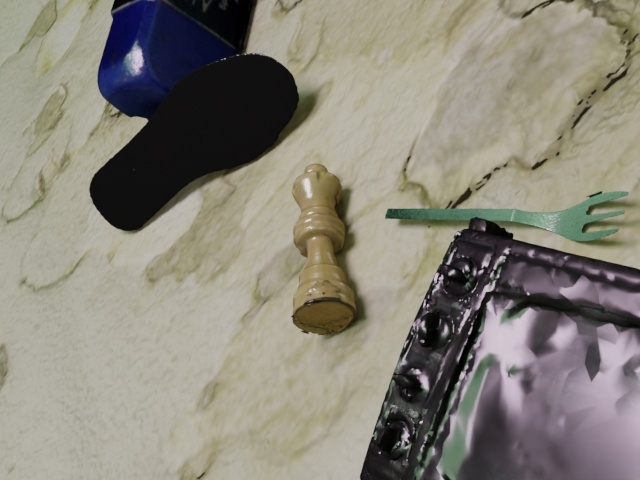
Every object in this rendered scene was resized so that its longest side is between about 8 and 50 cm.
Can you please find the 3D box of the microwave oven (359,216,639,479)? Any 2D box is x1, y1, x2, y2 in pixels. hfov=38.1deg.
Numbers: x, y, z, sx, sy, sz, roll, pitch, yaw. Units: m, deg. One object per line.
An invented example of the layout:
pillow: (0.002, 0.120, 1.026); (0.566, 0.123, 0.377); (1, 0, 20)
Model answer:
microwave oven: (0.171, 0.106, 0.495); (0.247, 0.188, 0.178); (16, 80, 51)

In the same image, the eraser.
eraser: (-0.166, -0.301, 1.134); (0.101, 0.155, 0.332); (-12, 60, 42)

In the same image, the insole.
insole: (-0.155, -0.107, 1.060); (0.348, 0.119, 0.009); (-32, 10, 37)

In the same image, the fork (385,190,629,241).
fork: (0.142, -0.020, 0.738); (0.235, 0.021, 0.039); (2, 66, 50)

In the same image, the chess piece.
chess piece: (-0.001, 0.000, 0.857); (0.060, 0.060, 0.172); (-31, 45, 33)
